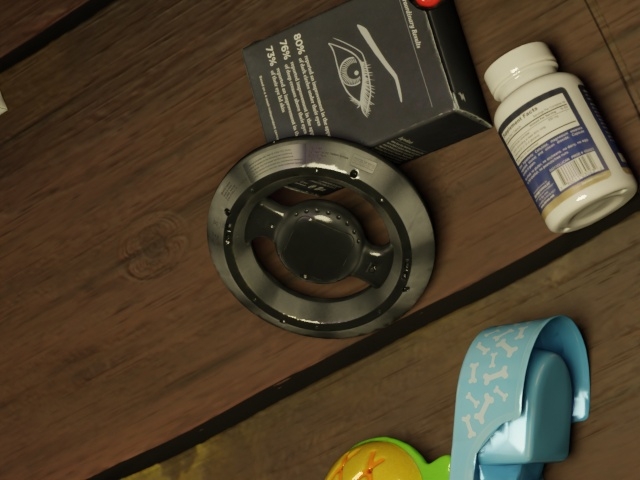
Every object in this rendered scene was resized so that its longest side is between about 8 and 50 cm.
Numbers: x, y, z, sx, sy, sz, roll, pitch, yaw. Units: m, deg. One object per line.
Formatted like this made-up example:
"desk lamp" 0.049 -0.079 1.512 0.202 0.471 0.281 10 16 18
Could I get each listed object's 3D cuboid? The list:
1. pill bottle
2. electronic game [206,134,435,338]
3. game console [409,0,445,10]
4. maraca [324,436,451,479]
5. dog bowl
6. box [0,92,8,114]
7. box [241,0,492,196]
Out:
"pill bottle" 0.223 -0.100 1.483 0.094 0.094 0.169 -31 71 19
"electronic game" 0.000 0.000 1.545 0.229 0.048 0.229 5 122 8
"game console" 0.176 -0.373 1.411 0.060 0.386 0.342 33 103 -12
"maraca" 0.070 0.254 1.499 0.185 0.099 0.127 -2 79 49
"dog bowl" 0.178 0.215 1.431 0.074 0.166 0.297 2 85 30
"box" -0.463 -0.204 1.855 0.145 0.038 0.186 -28 74 20
"box" 0.046 -0.153 1.566 0.207 0.108 0.153 -20 76 22
